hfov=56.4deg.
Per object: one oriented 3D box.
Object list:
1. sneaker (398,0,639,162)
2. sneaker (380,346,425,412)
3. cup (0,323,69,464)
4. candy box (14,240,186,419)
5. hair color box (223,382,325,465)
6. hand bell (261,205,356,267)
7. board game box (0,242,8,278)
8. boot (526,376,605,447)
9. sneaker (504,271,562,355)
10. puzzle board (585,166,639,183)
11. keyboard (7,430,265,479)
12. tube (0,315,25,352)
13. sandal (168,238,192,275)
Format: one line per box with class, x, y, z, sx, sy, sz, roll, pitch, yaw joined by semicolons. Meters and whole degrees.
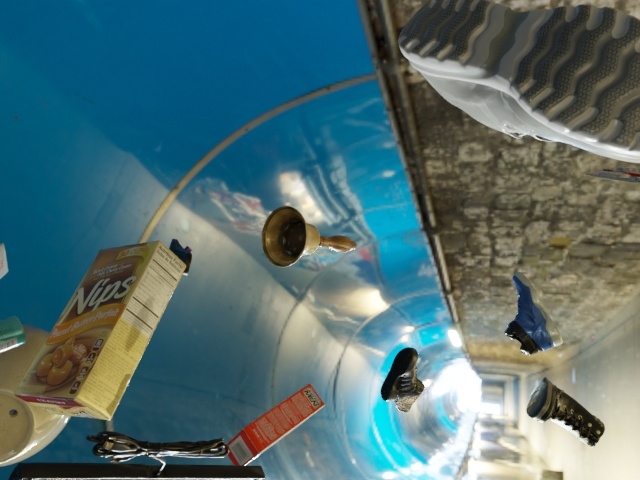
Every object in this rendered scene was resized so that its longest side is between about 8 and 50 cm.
sneaker;0.200;-0.140;0.532;0.105;0.281;0.115;-49;-42;2
sneaker;0.187;0.297;1.272;0.170;0.089;0.051;-65;30;25
cup;-0.728;0.376;1.357;0.237;0.330;0.331;-163;71;-69
candy box;-0.391;0.155;1.081;0.087;0.182;0.317;51;-135;-39
hair color box;-0.080;0.325;1.048;0.167;0.093;0.053;-21;-111;-46
hand bell;0.000;0.000;1.308;0.242;0.126;0.126;6;-96;-50
board game box;-0.749;0.086;1.006;0.319;0.317;0.066;-120;27;-72
boot;0.592;0.421;1.426;0.085;0.178;0.236;-56;-18;12
sneaker;0.368;0.136;1.094;0.152;0.084;0.058;68;-169;25
puzzle board;0.541;-0.112;1.023;0.096;0.128;0.011;-11;-71;-32
keyboard;-0.215;0.295;0.750;0.317;0.201;0.033;15;-142;-34
tube;-0.591;0.182;0.964;0.207;0.052;0.080;-21;-59;-43
sandal;-0.296;0.041;1.281;0.179;0.040;0.067;23;100;61
